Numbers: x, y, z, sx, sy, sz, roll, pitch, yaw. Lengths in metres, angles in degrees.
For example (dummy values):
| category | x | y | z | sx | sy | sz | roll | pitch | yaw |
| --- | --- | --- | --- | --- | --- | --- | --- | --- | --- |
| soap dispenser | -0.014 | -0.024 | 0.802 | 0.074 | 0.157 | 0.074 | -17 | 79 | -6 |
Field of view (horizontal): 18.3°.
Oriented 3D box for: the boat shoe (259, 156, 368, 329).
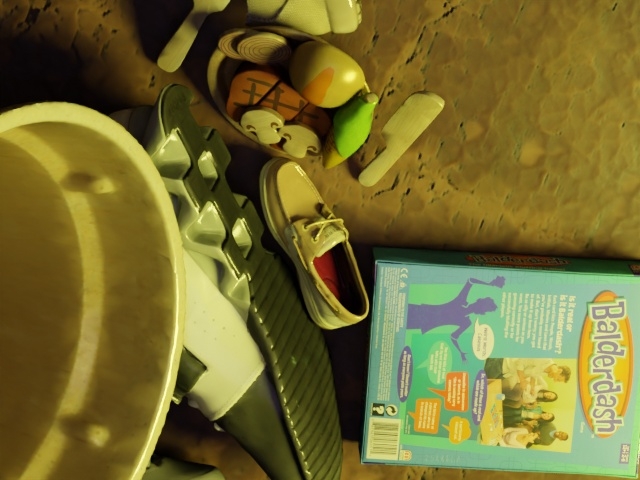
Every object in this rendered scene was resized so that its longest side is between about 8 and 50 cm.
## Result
| category | x | y | z | sx | sy | sz | roll | pitch | yaw |
| --- | --- | --- | --- | --- | --- | --- | --- | --- | --- |
| boat shoe | 0.000 | 0.000 | 1.442 | 0.050 | 0.045 | 0.135 | -35 | 107 | -34 |

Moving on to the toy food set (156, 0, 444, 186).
| category | x | y | z | sx | sy | sz | roll | pitch | yaw |
| --- | --- | --- | --- | --- | --- | --- | --- | --- | --- |
| toy food set | -0.023 | -0.101 | 1.397 | 0.192 | 0.038 | 0.132 | 29 | 140 | -8 |

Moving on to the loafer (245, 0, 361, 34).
| category | x | y | z | sx | sy | sz | roll | pitch | yaw |
| --- | --- | --- | --- | --- | --- | --- | --- | --- | --- |
| loafer | -0.049 | -0.257 | 1.356 | 0.092 | 0.102 | 0.269 | -19 | 107 | 4 |

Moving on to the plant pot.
| category | x | y | z | sx | sy | sz | roll | pitch | yaw |
| --- | --- | --- | --- | --- | --- | --- | --- | --- | --- |
| plant pot | -0.309 | 0.049 | 1.299 | 0.305 | 0.334 | 0.334 | 14 | 106 | 30 |

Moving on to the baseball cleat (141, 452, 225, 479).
| category | x | y | z | sx | sy | sz | roll | pitch | yaw |
| --- | --- | --- | --- | --- | --- | --- | --- | --- | --- |
| baseball cleat | -0.174 | 0.161 | 1.476 | 0.205 | 0.072 | 0.109 | -4 | 98 | -4 |

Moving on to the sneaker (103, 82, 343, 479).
| category | x | y | z | sx | sy | sz | roll | pitch | yaw |
| --- | --- | --- | --- | --- | --- | --- | --- | --- | --- |
| sneaker | -0.094 | 0.058 | 1.440 | 0.146 | 0.122 | 0.331 | -21 | 104 | 19 |

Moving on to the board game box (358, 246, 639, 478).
| category | x | y | z | sx | sy | sz | roll | pitch | yaw |
| --- | --- | --- | --- | --- | --- | --- | --- | --- | --- |
| board game box | 0.138 | 0.091 | 1.478 | 0.210 | 0.047 | 0.160 | 4 | 104 | -2 |
